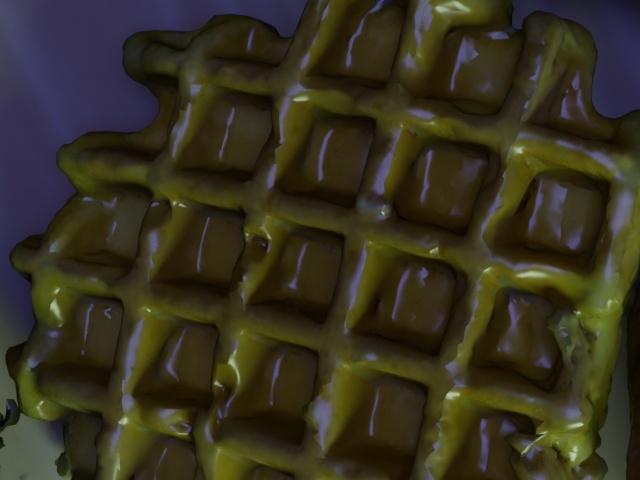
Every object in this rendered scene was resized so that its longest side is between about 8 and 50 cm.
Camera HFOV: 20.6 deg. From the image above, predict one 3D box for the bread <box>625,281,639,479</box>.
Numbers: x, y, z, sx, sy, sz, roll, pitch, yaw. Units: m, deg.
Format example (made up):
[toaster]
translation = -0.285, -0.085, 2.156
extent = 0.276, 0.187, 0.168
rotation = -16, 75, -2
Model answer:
[bread]
translation = 0.219, 0.073, 0.596
extent = 0.268, 0.146, 0.268
rotation = 0, 93, -3

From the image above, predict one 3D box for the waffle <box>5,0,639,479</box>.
[waffle]
translation = 0.000, 0.000, 0.601
extent = 0.229, 0.057, 0.219
rotation = 15, 94, 23

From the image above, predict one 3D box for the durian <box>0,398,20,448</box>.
[durian]
translation = -0.176, 0.092, 0.566
extent = 0.167, 0.196, 0.196
rotation = -6, 89, -3
